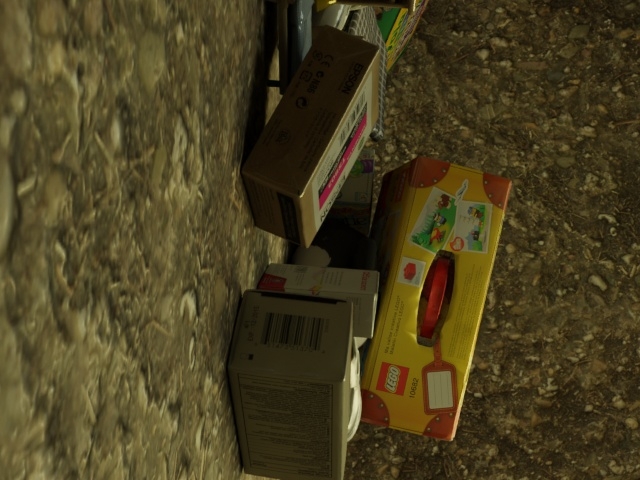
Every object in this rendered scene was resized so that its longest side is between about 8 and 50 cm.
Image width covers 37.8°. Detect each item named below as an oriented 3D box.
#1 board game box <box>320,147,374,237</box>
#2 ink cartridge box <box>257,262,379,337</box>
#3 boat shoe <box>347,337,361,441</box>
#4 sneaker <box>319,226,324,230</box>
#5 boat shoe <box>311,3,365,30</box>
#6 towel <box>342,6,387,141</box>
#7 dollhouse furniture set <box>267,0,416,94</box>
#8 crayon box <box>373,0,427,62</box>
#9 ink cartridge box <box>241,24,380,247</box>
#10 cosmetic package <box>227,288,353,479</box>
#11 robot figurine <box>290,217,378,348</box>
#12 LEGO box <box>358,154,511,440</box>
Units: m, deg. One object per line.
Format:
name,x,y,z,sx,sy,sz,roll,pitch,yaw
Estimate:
board game box,0.045,-0.077,2.098,0.275,0.142,0.144,87,8,-62
ink cartridge box,-0.001,0.090,1.415,0.127,0.175,0.072,-68,162,-75
boat shoe,0.019,0.212,1.571,0.084,0.095,0.258,77,7,-79
sneaker,0.000,0.000,1.981,0.158,0.065,0.061,-6,123,-48
boat shoe,0.071,-0.466,1.635,0.136,0.156,0.367,-36,-145,49
towel,0.051,-0.340,1.768,0.235,0.121,0.284,62,29,-58
dollhouse furniture set,0.035,-0.302,1.344,0.303,0.198,0.286,-80,173,-51
crayon box,0.153,-0.502,2.088,0.313,0.106,0.363,-56,174,-42
ink cartridge box,-0.006,-0.132,1.236,0.235,0.088,0.193,-63,168,-16
cosmetic package,-0.034,0.208,1.278,0.296,0.153,0.129,92,6,-50
robot figurine,0.019,0.088,1.761,0.209,0.173,0.278,86,9,-47
LEGO box,0.191,0.112,1.887,0.372,0.193,0.500,162,-58,-83
